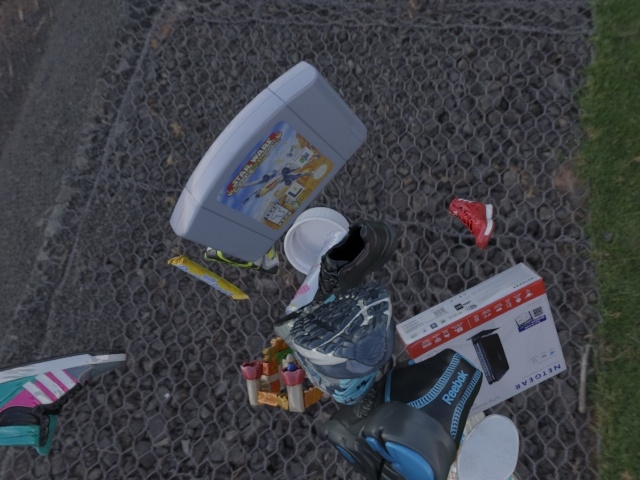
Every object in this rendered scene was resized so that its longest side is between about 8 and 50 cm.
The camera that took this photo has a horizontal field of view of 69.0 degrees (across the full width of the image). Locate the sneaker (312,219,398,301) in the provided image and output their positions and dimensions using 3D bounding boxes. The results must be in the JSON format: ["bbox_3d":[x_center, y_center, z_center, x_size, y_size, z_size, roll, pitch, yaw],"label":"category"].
[{"bbox_3d":[0.036,0.076,0.939,0.109,0.130,0.286,34,103,34],"label":"sneaker"}]

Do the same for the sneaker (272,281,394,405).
[{"bbox_3d":[0.032,0.124,0.524,0.110,0.283,0.122,-30,90,-13],"label":"sneaker"}]

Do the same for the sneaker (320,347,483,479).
[{"bbox_3d":[0.101,0.238,0.605,0.125,0.341,0.139,41,64,5],"label":"sneaker"}]

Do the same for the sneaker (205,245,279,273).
[{"bbox_3d":[-0.163,-0.003,1.113,0.145,0.384,0.147,10,83,-1],"label":"sneaker"}]

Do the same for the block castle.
[{"bbox_3d":[-0.064,0.491,1.853,0.303,0.453,0.213,-6,91,39],"label":"block castle"}]

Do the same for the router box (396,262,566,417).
[{"bbox_3d":[0.391,0.257,1.115,0.335,0.082,0.301,-28,116,2],"label":"router box"}]

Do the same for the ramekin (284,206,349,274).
[{"bbox_3d":[0.000,0.000,1.886,0.277,0.277,0.135,1,31,7],"label":"ramekin"}]

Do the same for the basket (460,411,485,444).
[{"bbox_3d":[0.435,0.684,1.699,0.289,0.255,0.201,-31,74,40],"label":"basket"}]

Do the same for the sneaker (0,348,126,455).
[{"bbox_3d":[-0.532,0.324,0.926,0.295,0.124,0.178,-7,84,-37],"label":"sneaker"}]

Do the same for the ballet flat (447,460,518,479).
[{"bbox_3d":[0.343,0.510,1.012,0.091,0.241,0.077,2,73,-24],"label":"ballet flat"}]

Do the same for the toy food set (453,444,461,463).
[{"bbox_3d":[0.355,0.722,1.421,0.111,0.104,0.232,30,45,11],"label":"toy food set"}]

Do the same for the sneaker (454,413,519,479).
[{"bbox_3d":[0.248,0.360,0.732,0.080,0.094,0.212,20,99,18],"label":"sneaker"}]

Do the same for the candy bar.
[{"bbox_3d":[-0.186,0.064,0.782,0.040,0.161,0.018,-4,60,37],"label":"candy bar"}]

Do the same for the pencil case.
[{"bbox_3d":[0.014,0.105,1.232,0.113,0.124,0.273,33,63,-7],"label":"pencil case"}]

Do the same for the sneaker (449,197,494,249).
[{"bbox_3d":[0.437,-0.053,1.376,0.128,0.221,0.087,17,120,10],"label":"sneaker"}]

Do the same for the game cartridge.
[{"bbox_3d":[-0.074,-0.101,0.688,0.297,0.198,0.062,-48,62,9],"label":"game cartridge"}]
